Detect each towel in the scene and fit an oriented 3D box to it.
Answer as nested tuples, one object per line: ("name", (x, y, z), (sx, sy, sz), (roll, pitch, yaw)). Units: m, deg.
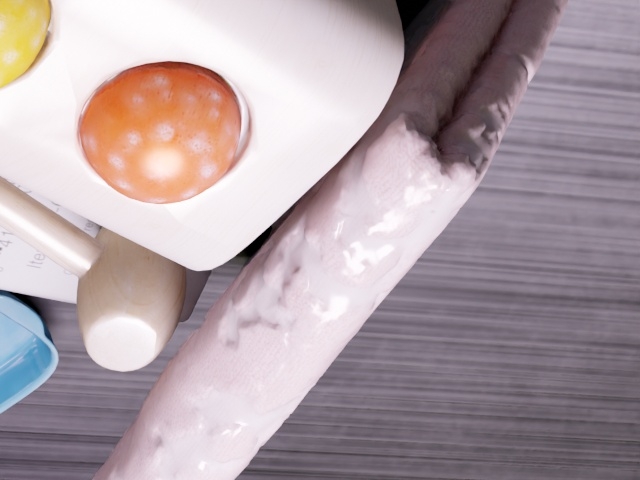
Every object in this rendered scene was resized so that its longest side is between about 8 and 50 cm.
("towel", (0.000, 0.000, 0.759), (0.053, 0.317, 0.332), (35, 126, -3))

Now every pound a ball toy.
("pound a ball toy", (-0.123, -0.065, 0.552), (0.319, 0.135, 0.208), (29, 123, -32))

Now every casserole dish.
("casserole dish", (-0.244, 0.074, 0.977), (0.188, 0.037, 0.114), (-33, 131, 22))

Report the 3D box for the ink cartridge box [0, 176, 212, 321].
("ink cartridge box", (-0.198, -0.142, 0.673), (0.385, 0.160, 0.279), (12, 132, -20))
